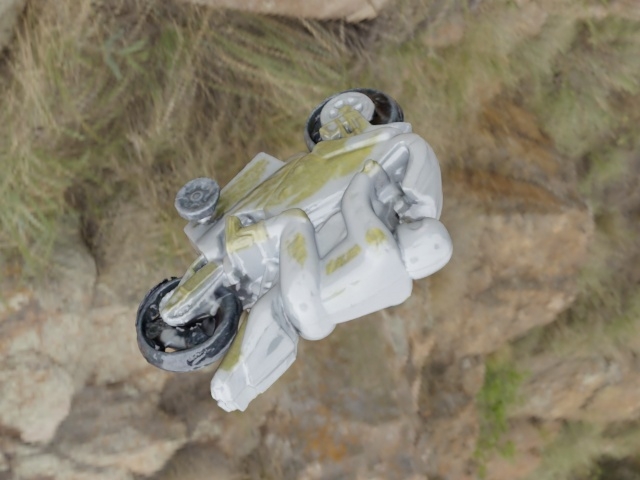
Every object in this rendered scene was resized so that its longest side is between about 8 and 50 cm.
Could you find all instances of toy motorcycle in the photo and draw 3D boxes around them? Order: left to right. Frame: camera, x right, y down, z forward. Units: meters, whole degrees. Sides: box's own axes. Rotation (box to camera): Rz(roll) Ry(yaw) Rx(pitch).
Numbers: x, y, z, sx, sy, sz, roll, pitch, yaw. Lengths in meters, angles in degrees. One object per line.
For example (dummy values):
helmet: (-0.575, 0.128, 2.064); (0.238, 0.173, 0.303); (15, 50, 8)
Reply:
toy motorcycle: (0.000, 0.000, 0.715); (0.229, 0.151, 0.074); (-49, 141, -25)
